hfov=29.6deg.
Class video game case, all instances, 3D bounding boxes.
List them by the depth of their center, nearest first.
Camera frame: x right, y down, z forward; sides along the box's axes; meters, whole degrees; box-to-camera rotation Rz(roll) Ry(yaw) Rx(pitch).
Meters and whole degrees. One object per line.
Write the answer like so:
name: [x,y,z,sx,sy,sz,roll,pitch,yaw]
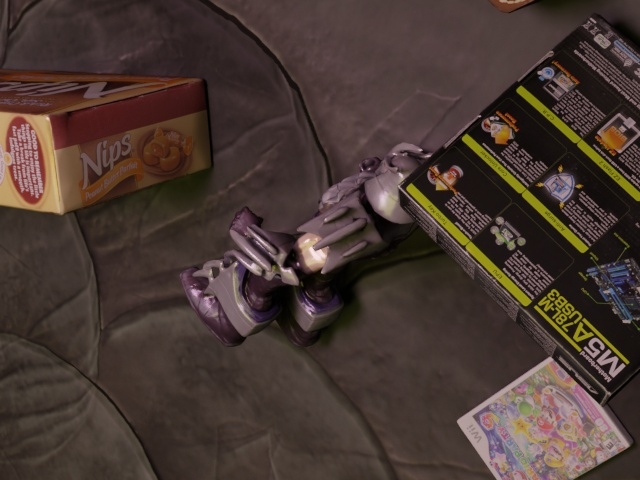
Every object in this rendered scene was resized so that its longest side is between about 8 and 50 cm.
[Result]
video game case: [0.171,0.148,0.940,0.087,0.011,0.122,55,130,10]

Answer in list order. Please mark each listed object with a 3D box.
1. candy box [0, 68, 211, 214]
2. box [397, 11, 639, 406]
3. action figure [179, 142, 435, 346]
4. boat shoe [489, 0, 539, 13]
candy box: [-0.277,-0.099,1.093,0.316,0.183,0.087,9,111,36]
box: [0.179,-0.024,0.780,0.184,0.045,0.190,-43,73,-7]
action figure: [0.000,0.000,0.920,0.285,0.185,0.099,-43,68,52]
boat shoe: [0.070,-0.302,0.792,0.122,0.120,0.324,-24,89,44]
